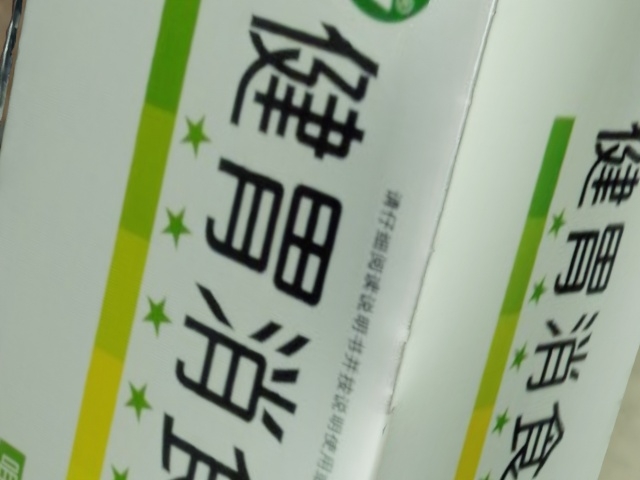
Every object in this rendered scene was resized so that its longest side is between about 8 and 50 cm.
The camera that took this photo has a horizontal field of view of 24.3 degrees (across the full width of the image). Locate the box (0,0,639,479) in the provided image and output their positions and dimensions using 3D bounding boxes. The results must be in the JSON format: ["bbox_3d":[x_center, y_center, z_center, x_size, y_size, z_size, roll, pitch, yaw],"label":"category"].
[{"bbox_3d":[-0.001,0.002,0.468,0.173,0.145,0.332,24,108,37],"label":"box"}]
